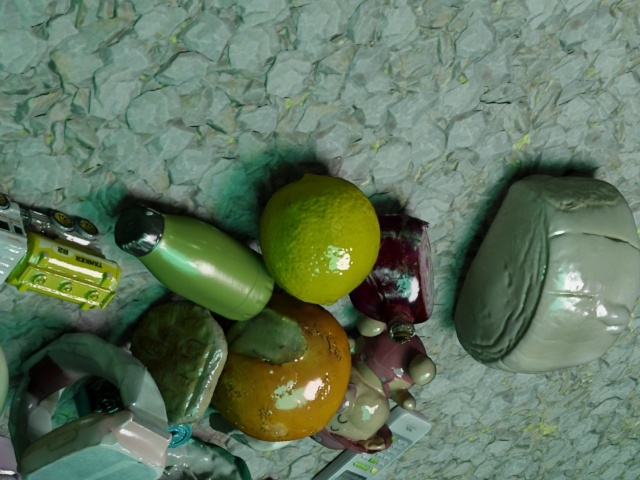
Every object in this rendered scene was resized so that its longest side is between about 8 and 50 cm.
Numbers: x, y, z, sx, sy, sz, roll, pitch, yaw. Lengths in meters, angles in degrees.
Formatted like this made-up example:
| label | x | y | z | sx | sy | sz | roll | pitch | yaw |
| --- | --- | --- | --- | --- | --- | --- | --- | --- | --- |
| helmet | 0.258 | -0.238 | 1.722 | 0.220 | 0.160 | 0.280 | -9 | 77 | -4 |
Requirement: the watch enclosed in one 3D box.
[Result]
| label | x | y | z | sx | sy | sz | roll | pitch | yaw |
| --- | --- | --- | --- | --- | --- | --- | --- | --- | --- |
| watch | -0.344 | 0.250 | 1.708 | 0.253 | 0.241 | 0.162 | -26 | 137 | 21 |

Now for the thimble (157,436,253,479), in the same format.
| label | x | y | z | sx | sy | sz | roll | pitch | yaw |
| --- | --- | --- | --- | --- | --- | --- | --- | --- | --- |
| thimble | -0.251 | 0.460 | 1.961 | 0.288 | 0.254 | 0.167 | 12 | 123 | -22 |

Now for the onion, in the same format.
| label | x | y | z | sx | sy | sz | roll | pitch | yaw |
| --- | --- | --- | --- | --- | --- | --- | --- | --- | --- |
| onion | 0.109 | 0.073 | 1.813 | 0.140 | 0.218 | 0.195 | 3 | 142 | 5 |

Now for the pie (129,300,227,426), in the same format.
| label | x | y | z | sx | sy | sz | roll | pitch | yaw |
| --- | --- | --- | --- | --- | --- | --- | --- | --- | --- |
| pie | -0.226 | 0.184 | 1.756 | 0.195 | 0.195 | 0.046 | -43 | 148 | 15 |

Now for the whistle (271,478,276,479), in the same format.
| label | x | y | z | sx | sy | sz | roll | pitch | yaw |
| --- | --- | --- | --- | --- | --- | --- | --- | --- | --- |
| whistle | -0.217 | 0.567 | 2.183 | 0.346 | 0.133 | 0.142 | -29 | 130 | -12 |

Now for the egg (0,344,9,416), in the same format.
| label | x | y | z | sx | sy | sz | roll | pitch | yaw |
| --- | --- | --- | --- | --- | --- | --- | --- | --- | --- |
| egg | -0.525 | 0.192 | 1.596 | 0.187 | 0.186 | 0.253 | -15 | 138 | -16 |

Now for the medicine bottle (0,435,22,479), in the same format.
| label | x | y | z | sx | sy | sz | roll | pitch | yaw |
| --- | --- | --- | --- | --- | --- | --- | --- | --- | --- |
| medicine bottle | -0.516 | 0.476 | 1.792 | 0.241 | 0.302 | 0.241 | -15 | 136 | -16 |

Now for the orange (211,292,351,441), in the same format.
| label | x | y | z | sx | sy | sz | roll | pitch | yaw |
| --- | --- | --- | --- | --- | --- | --- | --- | --- | --- |
| orange | -0.068 | 0.197 | 1.820 | 0.240 | 0.240 | 0.240 | -15 | 136 | -15 |

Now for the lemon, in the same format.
| label | x | y | z | sx | sy | sz | roll | pitch | yaw |
| --- | --- | --- | --- | --- | --- | --- | --- | --- | --- |
| lemon | 0.000 | 0.000 | 1.701 | 0.178 | 0.178 | 0.203 | -14 | 102 | -17 |

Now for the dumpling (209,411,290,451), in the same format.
| label | x | y | z | sx | sy | sz | roll | pitch | yaw |
| --- | --- | --- | --- | --- | --- | --- | --- | --- | --- |
| dumpling | -0.106 | 0.305 | 1.968 | 0.150 | 0.176 | 0.092 | -23 | 122 | -30 |

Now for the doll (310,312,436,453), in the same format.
| label | x | y | z | sx | sy | sz | roll | pitch | yaw |
| --- | --- | --- | --- | --- | --- | --- | --- | --- | --- |
| doll | 0.071 | 0.254 | 1.989 | 0.256 | 0.196 | 0.152 | -48 | 136 | 11 |

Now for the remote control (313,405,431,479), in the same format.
| label | x | y | z | sx | sy | sz | roll | pitch | yaw |
| --- | --- | --- | --- | --- | --- | --- | --- | --- | --- |
| remote control | 0.100 | 0.419 | 2.274 | 0.250 | 0.034 | 0.103 | -42 | 136 | 14 |

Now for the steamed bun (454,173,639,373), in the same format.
| label | x | y | z | sx | sy | sz | roll | pitch | yaw |
| --- | --- | --- | --- | --- | --- | --- | --- | --- | --- |
| steamed bun | 0.389 | 0.088 | 1.960 | 0.247 | 0.236 | 0.383 | -2 | 131 | -26 |

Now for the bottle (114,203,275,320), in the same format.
| label | x | y | z | sx | sy | sz | roll | pitch | yaw |
| --- | --- | --- | --- | --- | --- | --- | --- | --- | --- |
| bottle | -0.184 | 0.027 | 1.679 | 0.112 | 0.112 | 0.260 | -44 | 136 | 15 |

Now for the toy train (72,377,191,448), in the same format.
| label | x | y | z | sx | sy | sz | roll | pitch | yaw |
| --- | --- | --- | --- | --- | --- | --- | --- | --- | --- |
| toy train | -0.299 | 0.278 | 1.871 | 0.198 | 0.107 | 0.154 | -27 | 130 | -4 |

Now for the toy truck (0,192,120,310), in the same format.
| label | x | y | z | sx | sy | sz | roll | pitch | yaw |
| --- | --- | --- | --- | --- | --- | --- | --- | --- | --- |
| toy truck | -0.381 | 0.019 | 1.561 | 0.227 | 0.114 | 0.098 | 22 | 118 | -41 |
